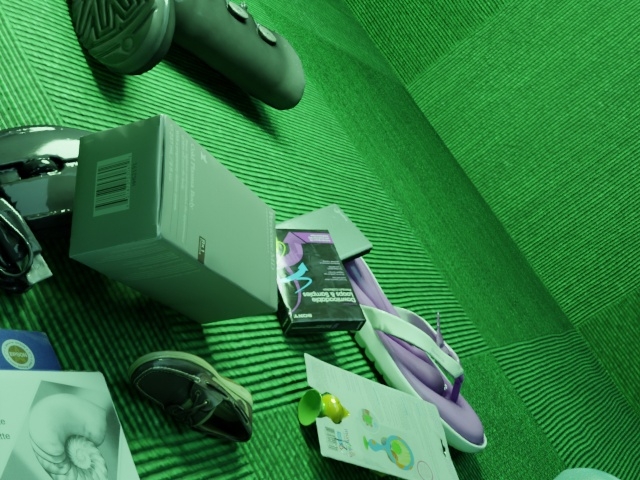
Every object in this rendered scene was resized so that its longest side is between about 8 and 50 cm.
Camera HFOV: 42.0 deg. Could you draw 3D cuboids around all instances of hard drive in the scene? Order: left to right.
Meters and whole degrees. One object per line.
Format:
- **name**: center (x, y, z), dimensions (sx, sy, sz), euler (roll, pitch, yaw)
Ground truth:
- **hard drive**: center (0.000, 0.000, 1.219), dimensions (0.135, 0.022, 0.094), euler (-21, 61, -41)

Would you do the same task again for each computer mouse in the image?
- **computer mouse**: center (-0.245, -0.054, 0.809), dimensions (0.188, 0.072, 0.272), euler (54, 20, 9)

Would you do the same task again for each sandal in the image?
- **sandal**: center (0.128, 0.135, 1.245), dimensions (0.416, 0.102, 0.169), euler (52, 20, 6)

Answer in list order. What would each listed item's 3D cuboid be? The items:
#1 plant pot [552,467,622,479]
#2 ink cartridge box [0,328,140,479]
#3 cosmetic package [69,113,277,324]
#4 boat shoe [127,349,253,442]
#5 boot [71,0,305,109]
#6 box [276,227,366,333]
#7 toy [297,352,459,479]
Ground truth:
- **plant pot**: center (0.358, 0.437, 1.054), dimensions (0.247, 0.248, 0.252), euler (44, 3, -21)
- **ink cartridge box**: center (-0.224, 0.138, 0.563), dimensions (0.223, 0.045, 0.224), euler (16, 40, -58)
- **cosmetic package**: center (-0.133, -0.009, 0.823), dimensions (0.238, 0.107, 0.127), euler (36, 46, -59)
- **boat shoe**: center (-0.112, 0.147, 0.775), dimensions (0.152, 0.056, 0.049), euler (33, 22, -42)
- **boot**: center (-0.183, -0.309, 1.312), dimensions (0.445, 0.146, 0.367), euler (32, 29, -52)
- **box**: center (-0.017, 0.051, 1.117), dimensions (0.116, 0.029, 0.162), euler (1, 50, -31)
- **toy**: center (0.065, 0.236, 1.011), dimensions (0.237, 0.056, 0.137), euler (30, 32, -36)
